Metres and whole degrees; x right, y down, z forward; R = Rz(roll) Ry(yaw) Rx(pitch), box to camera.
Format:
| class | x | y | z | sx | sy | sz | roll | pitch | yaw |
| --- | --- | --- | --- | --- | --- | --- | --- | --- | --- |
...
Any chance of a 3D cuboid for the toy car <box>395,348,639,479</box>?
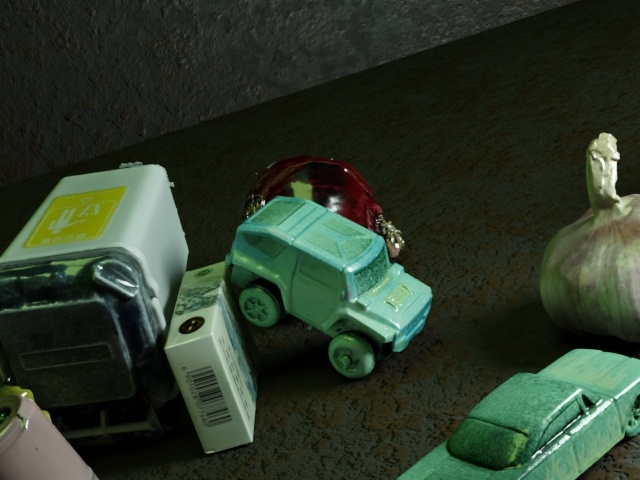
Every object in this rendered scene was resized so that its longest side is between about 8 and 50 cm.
| class | x | y | z | sx | sy | sz | roll | pitch | yaw |
| --- | --- | --- | --- | --- | --- | --- | --- | --- | --- |
| toy car | 0.234 | 0.208 | 1.414 | 0.320 | 0.097 | 0.141 | -31 | 24 | -32 |

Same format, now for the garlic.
| class | x | y | z | sx | sy | sz | roll | pitch | yaw |
| --- | --- | --- | --- | --- | --- | --- | --- | --- | --- |
| garlic | 0.388 | -0.013 | 1.670 | 0.245 | 0.253 | 0.245 | -16 | 11 | 3 |

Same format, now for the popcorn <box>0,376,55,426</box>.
| class | x | y | z | sx | sy | sz | roll | pitch | yaw |
| --- | --- | --- | --- | --- | --- | --- | --- | --- | --- |
| popcorn | -0.416 | 0.285 | 1.643 | 0.189 | 0.169 | 0.218 | -25 | 17 | -21 |

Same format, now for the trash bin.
| class | x | y | z | sx | sy | sz | roll | pitch | yaw |
| --- | --- | --- | --- | --- | --- | --- | --- | --- | --- |
| trash bin | -0.308 | 0.077 | 1.845 | 0.255 | 0.296 | 0.368 | -10 | 29 | 10 |

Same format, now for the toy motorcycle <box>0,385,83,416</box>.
| class | x | y | z | sx | sy | sz | roll | pitch | yaw |
| --- | --- | --- | --- | --- | --- | --- | --- | --- | --- |
| toy motorcycle | -0.402 | 0.175 | 2.021 | 0.222 | 0.108 | 0.341 | -9 | 27 | 5 |

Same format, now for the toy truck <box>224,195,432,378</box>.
| class | x | y | z | sx | sy | sz | roll | pitch | yaw |
| --- | --- | --- | --- | --- | --- | --- | --- | --- | --- |
| toy truck | 0.011 | 0.059 | 1.807 | 0.278 | 0.156 | 0.155 | 27 | 38 | 18 |

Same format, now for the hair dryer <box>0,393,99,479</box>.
| class | x | y | z | sx | sy | sz | roll | pitch | yaw |
| --- | --- | --- | --- | --- | --- | --- | --- | --- | --- |
| hair dryer | -0.415 | 0.337 | 1.496 | 0.352 | 0.210 | 0.125 | -28 | 22 | 15 |

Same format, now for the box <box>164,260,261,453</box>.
| class | x | y | z | sx | sy | sz | roll | pitch | yaw |
| --- | --- | --- | --- | --- | --- | --- | --- | --- | --- |
| box | -0.141 | 0.153 | 1.774 | 0.069 | 0.164 | 0.256 | -16 | 19 | 6 |

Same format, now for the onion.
| class | x | y | z | sx | sy | sz | roll | pitch | yaw |
| --- | --- | --- | --- | --- | --- | --- | --- | --- | --- |
| onion | -0.018 | -0.007 | 2.048 | 0.221 | 0.281 | 0.281 | -57 | -4 | 33 |
